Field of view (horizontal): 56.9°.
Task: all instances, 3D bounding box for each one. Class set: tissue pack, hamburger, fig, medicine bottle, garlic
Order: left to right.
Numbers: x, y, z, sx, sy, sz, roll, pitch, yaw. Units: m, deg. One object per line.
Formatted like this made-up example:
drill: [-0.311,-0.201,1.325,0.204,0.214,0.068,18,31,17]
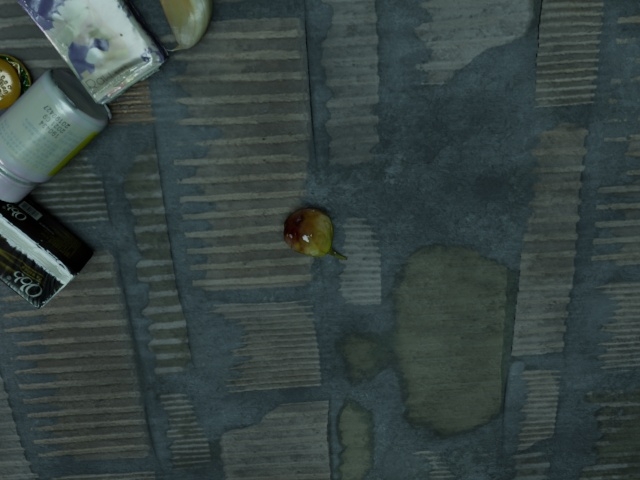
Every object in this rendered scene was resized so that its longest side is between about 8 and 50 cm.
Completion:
hamburger: [-0.911,-0.452,1.677,0.162,0.115,0.161,-1,109,-2]
tissue pack: [-0.913,0.001,1.805,0.198,0.210,0.370,-40,107,16]
medicine bottle: [-0.809,-0.296,1.691,0.379,0.213,0.213,-38,108,12]
tissue pack: [-0.612,-0.579,1.628,0.242,0.125,0.343,-29,116,10]
garlic: [-0.374,-0.641,1.610,0.164,0.145,0.244,-13,132,-4]
fig: [0.000,0.000,1.897,0.159,0.159,0.257,-43,126,13]
